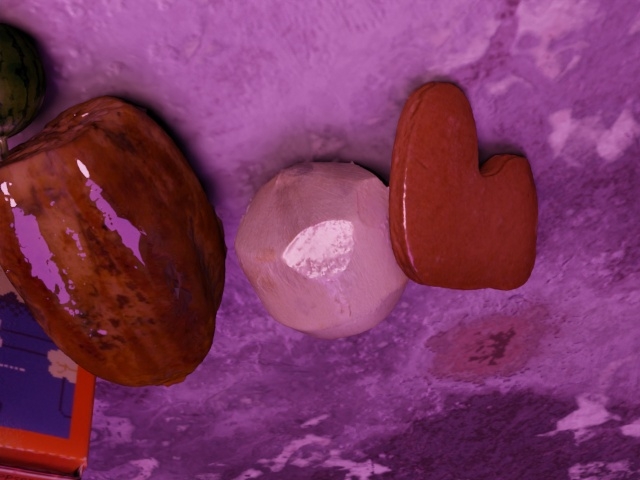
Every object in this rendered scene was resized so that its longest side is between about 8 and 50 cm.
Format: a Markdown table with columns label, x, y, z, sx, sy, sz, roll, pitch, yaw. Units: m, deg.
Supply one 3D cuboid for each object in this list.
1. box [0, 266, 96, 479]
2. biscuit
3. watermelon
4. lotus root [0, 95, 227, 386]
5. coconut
| label | x | y | z | sx | sy | sz | roll | pitch | yaw |
| --- | --- | --- | --- | --- | --- | --- | --- | --- | --- |
| box | -0.428 | 0.183 | 0.941 | 0.319 | 0.256 | 0.348 | 19 | 132 | -23 |
| biscuit | 0.141 | -0.046 | 0.860 | 0.192 | 0.186 | 0.036 | 4 | -179 | -40 |
| watermelon | -0.269 | -0.123 | 0.745 | 0.109 | 0.109 | 0.109 | -3 | 137 | -3 |
| lotus root | -0.178 | 0.009 | 0.842 | 0.193 | 0.193 | 0.291 | -15 | 126 | 9 |
| coconut | 0.002 | -0.002 | 0.868 | 0.161 | 0.161 | 0.162 | -14 | 117 | 8 |
